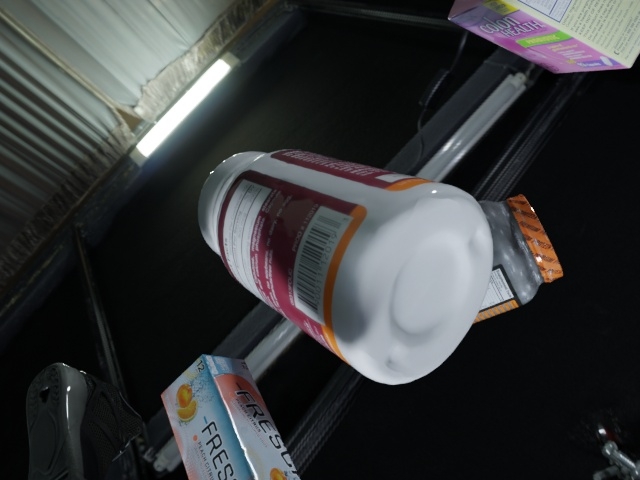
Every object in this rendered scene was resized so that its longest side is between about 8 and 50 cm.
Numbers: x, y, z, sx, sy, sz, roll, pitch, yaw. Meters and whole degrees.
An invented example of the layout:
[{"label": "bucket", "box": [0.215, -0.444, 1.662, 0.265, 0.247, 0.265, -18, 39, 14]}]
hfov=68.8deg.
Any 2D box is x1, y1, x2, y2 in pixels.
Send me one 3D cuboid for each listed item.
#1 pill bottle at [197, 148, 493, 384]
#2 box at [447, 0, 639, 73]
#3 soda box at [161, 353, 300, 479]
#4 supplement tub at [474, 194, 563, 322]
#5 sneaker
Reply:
[{"label": "pill bottle", "box": [0.000, 0.000, 0.627, 0.392, 0.224, 0.224, 25, -104, 49]}, {"label": "box", "box": [0.370, -0.380, 0.762, 0.213, 0.243, 0.117, -104, -143, -72]}, {"label": "soda box", "box": [-0.067, 0.187, 0.388, 0.063, 0.058, 0.183, -43, -124, 13]}, {"label": "supplement tub", "box": [0.233, 0.055, 0.823, 0.316, 0.193, 0.193, -26, -135, 18]}, {"label": "sneaker", "box": [-0.260, 0.258, 0.533, 0.087, 0.130, 0.227, -34, -128, 10]}]
